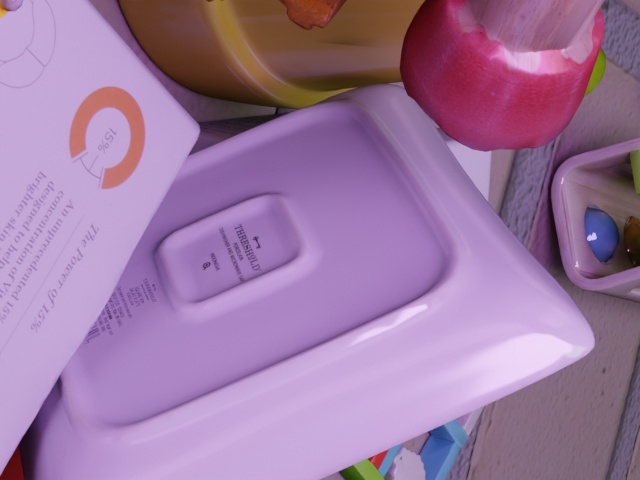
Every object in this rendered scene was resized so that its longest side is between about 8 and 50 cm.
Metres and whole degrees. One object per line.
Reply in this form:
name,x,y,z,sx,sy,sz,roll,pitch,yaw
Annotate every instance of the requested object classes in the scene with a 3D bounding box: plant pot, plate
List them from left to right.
plate,-0.040,0.020,0.787,0.278,0.277,0.045,-24,127,-4
plant pot,0.038,-0.199,0.938,0.254,0.239,0.254,-20,116,-48

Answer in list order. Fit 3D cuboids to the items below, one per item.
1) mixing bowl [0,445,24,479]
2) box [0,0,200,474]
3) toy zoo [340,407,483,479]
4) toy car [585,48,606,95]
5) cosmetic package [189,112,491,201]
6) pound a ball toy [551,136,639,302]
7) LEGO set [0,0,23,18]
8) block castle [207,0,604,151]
mixing bowl,-0.192,0.129,0.857,0.181,0.098,0.181,-20,116,-47
box,-0.245,-0.073,0.674,0.345,0.168,0.215,50,61,-45
toy zoo,0.072,0.119,1.241,0.293,0.030,0.192,-59,139,-22
toy car,0.135,-0.218,1.148,0.155,0.149,0.188,34,62,-43
cosmetic package,0.000,0.000,1.017,0.183,0.151,0.151,-11,109,-49
pound a ball toy,0.337,-0.037,1.479,0.319,0.135,0.208,12,65,-52
LEGO set,-0.135,-0.119,0.296,0.331,0.192,0.255,-28,121,-44
block castle,-0.001,-0.270,0.720,0.303,0.453,0.213,-50,173,-30
